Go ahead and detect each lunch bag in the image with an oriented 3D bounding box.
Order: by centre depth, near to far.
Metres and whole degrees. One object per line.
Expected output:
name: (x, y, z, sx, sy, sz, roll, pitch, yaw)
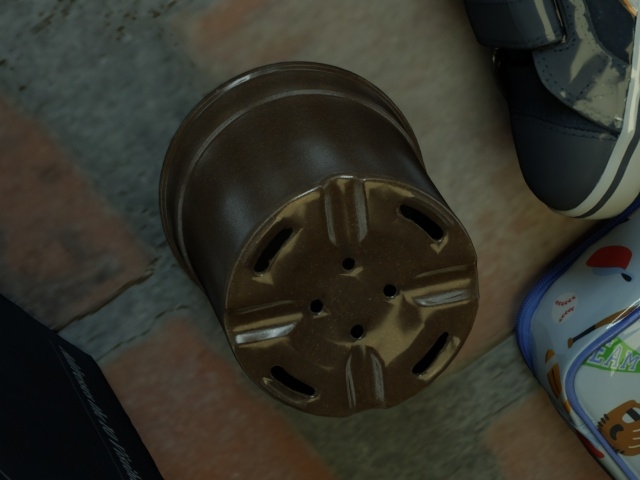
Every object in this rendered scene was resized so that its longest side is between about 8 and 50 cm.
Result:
lunch bag: (0.298, 0.093, 0.667, 0.243, 0.115, 0.303, -42, 113, 3)

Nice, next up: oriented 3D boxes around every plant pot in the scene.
plant pot: (0.000, 0.000, 0.536, 0.166, 0.165, 0.167, -4, 111, -10)

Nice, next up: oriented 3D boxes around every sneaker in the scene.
sneaker: (0.110, -0.170, 0.517, 0.127, 0.126, 0.321, -2, 100, -17)

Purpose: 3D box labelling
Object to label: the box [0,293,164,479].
box: (-0.266, 0.124, 0.296, 0.297, 0.480, 0.472, -49, 123, -2)
